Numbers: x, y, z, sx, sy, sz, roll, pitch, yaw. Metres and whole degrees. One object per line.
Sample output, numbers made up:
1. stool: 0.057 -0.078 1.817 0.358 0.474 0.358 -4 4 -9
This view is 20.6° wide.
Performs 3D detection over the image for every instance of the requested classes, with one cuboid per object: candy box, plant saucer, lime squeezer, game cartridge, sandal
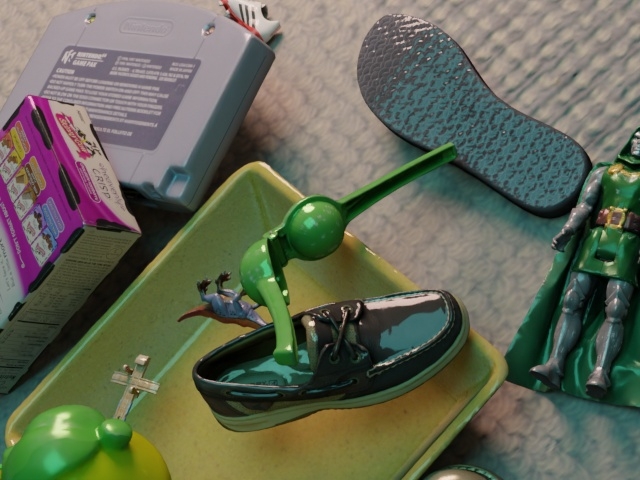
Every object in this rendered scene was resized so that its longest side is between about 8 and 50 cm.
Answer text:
1. candy box: -0.273 0.007 1.586 0.233 0.071 0.159 -46 54 28
2. plant saucer: -0.051 0.148 1.465 0.333 0.081 0.333 -48 55 -4
3. lime squeezer: 0.000 0.000 1.400 0.110 0.059 0.310 -20 19 39
4. game cartridge: -0.179 -0.133 1.649 0.294 0.060 0.196 12 73 43
5. sandal: 0.128 -0.102 1.537 0.097 0.054 0.254 -48 65 4

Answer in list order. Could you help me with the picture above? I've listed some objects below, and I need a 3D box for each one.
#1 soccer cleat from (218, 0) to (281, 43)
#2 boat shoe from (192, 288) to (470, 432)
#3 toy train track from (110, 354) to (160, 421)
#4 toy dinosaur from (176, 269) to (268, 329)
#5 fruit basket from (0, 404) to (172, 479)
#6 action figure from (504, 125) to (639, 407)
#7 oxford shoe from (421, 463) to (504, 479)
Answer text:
1. soccer cleat: -0.070 -0.221 1.696 0.036 0.029 0.083 -36 58 -7
2. boat shoe: 0.005 0.089 1.376 0.224 0.073 0.080 -20 58 14
3. toy train track: -0.164 0.133 1.467 0.048 0.014 0.083 12 71 29
4. toy dinosaur: -0.063 0.059 1.457 0.082 0.047 0.090 49 123 26
5. fruit basket: -0.204 0.302 1.274 0.283 0.392 0.392 -40 53 -23
6. action figure: 0.233 0.013 1.417 0.137 0.063 0.232 11 70 23
7. oxford shoe: 0.072 0.340 1.269 0.140 0.146 0.397 -2 64 24
